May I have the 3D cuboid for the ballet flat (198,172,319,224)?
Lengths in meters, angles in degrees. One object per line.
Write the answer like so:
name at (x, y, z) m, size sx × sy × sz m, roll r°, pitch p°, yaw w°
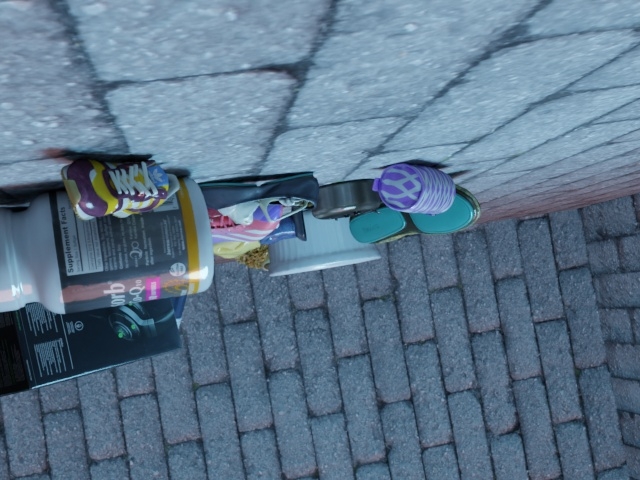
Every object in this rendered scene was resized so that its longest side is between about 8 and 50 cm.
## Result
ballet flat at (-0.094, -0.060, 1.178) m, size 0.203 × 0.074 × 0.074 m, roll -8°, pitch 176°, yaw -22°

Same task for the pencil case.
pencil case at (0.169, -0.090, 1.343) m, size 0.088 × 0.086 × 0.206 m, roll 19°, pitch -173°, yaw 23°

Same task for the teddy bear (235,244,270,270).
teddy bear at (-0.102, 0.026, 2.255) m, size 0.245 × 0.113 × 0.338 m, roll -12°, pitch 176°, yaw 16°

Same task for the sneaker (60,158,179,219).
sneaker at (-0.219, -0.065, 0.865) m, size 0.084 × 0.069 × 0.185 m, roll -18°, pitch -178°, yaw 7°

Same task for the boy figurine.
boy figurine at (-0.171, -0.013, 1.588) m, size 0.285 × 0.092 × 0.177 m, roll -9°, pitch 177°, yaw 3°

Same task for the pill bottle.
pill bottle at (-0.291, 0.009, 1.017) m, size 0.278 × 0.162 × 0.162 m, roll -8°, pitch 177°, yaw -18°

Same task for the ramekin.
ramekin at (0.000, 0.000, 1.881) m, size 0.277 × 0.135 × 0.277 m, roll -10°, pitch 177°, yaw -1°

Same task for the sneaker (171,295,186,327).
sneaker at (-0.332, 0.042, 1.390) m, size 0.282 × 0.153 × 0.099 m, roll 26°, pitch -171°, yaw 33°

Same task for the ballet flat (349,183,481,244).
ballet flat at (0.206, -0.070, 1.634) m, size 0.123 × 0.123 × 0.348 m, roll -6°, pitch 175°, yaw -42°

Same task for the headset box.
headset box at (-0.367, 0.081, 1.184) m, size 0.131 × 0.246 × 0.283 m, roll -18°, pitch 176°, yaw 42°

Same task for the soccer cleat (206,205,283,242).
soccer cleat at (-0.170, -0.035, 1.352) m, size 0.248 × 0.083 × 0.095 m, roll -9°, pitch 173°, yaw 42°

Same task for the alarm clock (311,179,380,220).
alarm clock at (0.028, -0.071, 1.427) m, size 0.192 × 0.064 × 0.129 m, roll -4°, pitch 174°, yaw -29°
